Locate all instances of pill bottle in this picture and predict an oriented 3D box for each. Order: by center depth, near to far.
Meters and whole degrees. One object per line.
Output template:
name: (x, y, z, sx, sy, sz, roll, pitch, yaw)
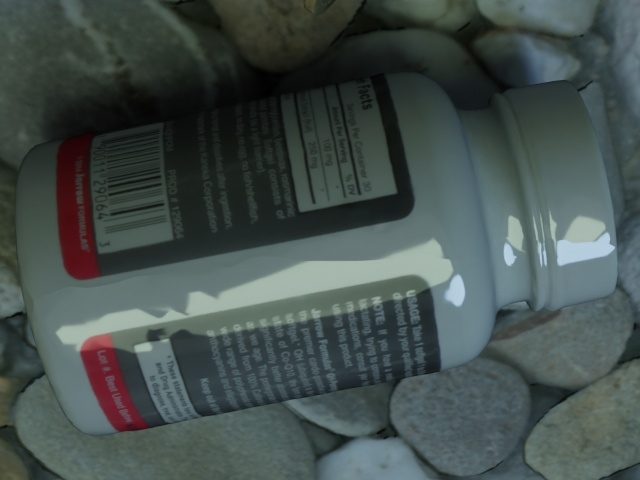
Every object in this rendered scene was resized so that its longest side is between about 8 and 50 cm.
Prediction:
pill bottle: (0.000, 0.000, 0.774, 0.318, 0.176, 0.176, -11, 129, 1)

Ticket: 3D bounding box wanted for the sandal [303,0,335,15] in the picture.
sandal: (0.025, -0.238, 0.669, 0.079, 0.088, 0.240, 33, 115, 7)
